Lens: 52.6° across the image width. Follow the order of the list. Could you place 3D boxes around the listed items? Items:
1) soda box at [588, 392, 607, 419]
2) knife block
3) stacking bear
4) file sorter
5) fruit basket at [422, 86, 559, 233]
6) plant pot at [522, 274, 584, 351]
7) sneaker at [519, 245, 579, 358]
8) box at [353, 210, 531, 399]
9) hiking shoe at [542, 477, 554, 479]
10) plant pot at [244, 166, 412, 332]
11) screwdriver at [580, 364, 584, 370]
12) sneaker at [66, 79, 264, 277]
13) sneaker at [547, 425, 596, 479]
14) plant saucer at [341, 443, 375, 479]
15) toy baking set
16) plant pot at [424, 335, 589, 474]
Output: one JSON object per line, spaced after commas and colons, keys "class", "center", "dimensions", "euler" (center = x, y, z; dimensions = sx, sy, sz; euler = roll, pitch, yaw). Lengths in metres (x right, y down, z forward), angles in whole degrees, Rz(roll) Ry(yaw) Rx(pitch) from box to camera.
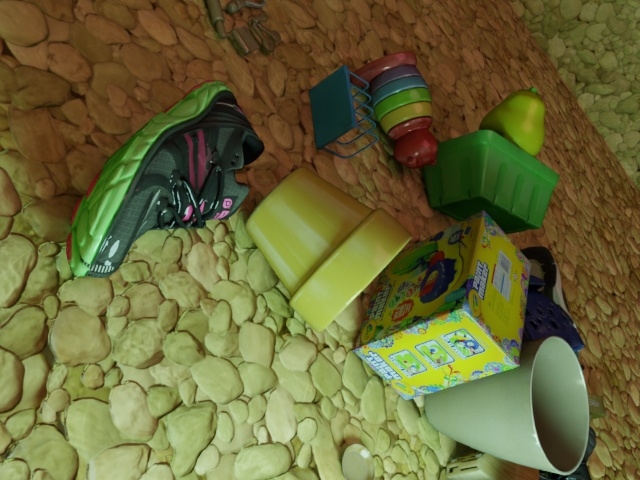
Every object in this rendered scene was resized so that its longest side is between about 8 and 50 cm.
{"class": "soda box", "center": [0.722, 0.457, 1.801], "dimensions": [0.181, 0.061, 0.058], "euler": [20, 53, -38]}
{"class": "knife block", "center": [0.414, 0.547, 1.406], "dimensions": [0.276, 0.088, 0.242], "euler": [-11, 75, -49]}
{"class": "stacking bear", "center": [0.218, -0.323, 1.683], "dimensions": [0.175, 0.164, 0.288], "euler": [-9, 78, -48]}
{"class": "file sorter", "center": [0.058, -0.296, 1.523], "dimensions": [0.105, 0.118, 0.170], "euler": [19, 55, -42]}
{"class": "fruit basket", "center": [0.483, -0.232, 1.792], "dimensions": [0.392, 0.283, 0.391], "euler": [9, 76, -40]}
{"class": "plant pot", "center": [0.436, 0.207, 1.533], "dimensions": [0.236, 0.236, 0.212], "euler": [3, 58, -45]}
{"class": "sneaker", "center": [0.645, 0.226, 1.815], "dimensions": [0.182, 0.158, 0.410], "euler": [36, 48, -51]}
{"class": "box", "center": [0.257, 0.137, 1.342], "dimensions": [0.177, 0.279, 0.290], "euler": [44, 42, -18]}
{"class": "hiking shoe", "center": [0.337, 0.531, 1.253], "dimensions": [0.304, 0.132, 0.113], "euler": [-6, 34, -28]}
{"class": "plant pot", "center": [0.000, 0.000, 1.203], "dimensions": [0.239, 0.254, 0.254], "euler": [45, 40, 4]}
{"class": "screwdriver", "center": [0.718, 0.387, 1.880], "dimensions": [0.170, 0.025, 0.024], "euler": [-8, 74, -39]}
{"class": "sneaker", "center": [-0.224, -0.099, 1.060], "dimensions": [0.202, 0.185, 0.482], "euler": [45, 43, -12]}
{"class": "sneaker", "center": [0.586, 0.547, 1.577], "dimensions": [0.140, 0.125, 0.340], "euler": [43, 33, -8]}
{"class": "plant saucer", "center": [0.066, 0.414, 1.181], "dimensions": [0.083, 0.015, 0.083], "euler": [24, 52, -34]}
{"class": "toy baking set", "center": [-0.184, -0.527, 1.482], "dimensions": [0.197, 0.030, 0.256], "euler": [-4, 70, -50]}
{"class": "plant pot", "center": [0.361, 0.329, 1.320], "dimensions": [0.257, 0.274, 0.256], "euler": [12, 73, -45]}
